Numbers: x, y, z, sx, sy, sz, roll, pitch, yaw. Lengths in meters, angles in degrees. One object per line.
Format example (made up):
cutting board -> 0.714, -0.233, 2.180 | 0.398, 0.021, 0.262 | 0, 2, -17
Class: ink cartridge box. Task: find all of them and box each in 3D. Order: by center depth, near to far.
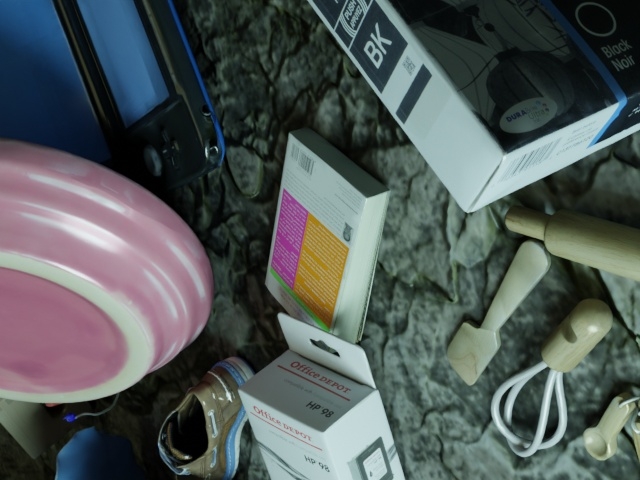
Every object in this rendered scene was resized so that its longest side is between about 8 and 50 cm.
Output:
ink cartridge box -> 0.055, -0.184, 0.763 | 0.332, 0.165, 0.065 | 54, 150, 17
ink cartridge box -> 0.002, 0.153, 1.053 | 0.104, 0.060, 0.180 | 20, 137, 46

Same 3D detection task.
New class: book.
book -> 0.000, 0.000, 1.039 | 0.096, 0.035, 0.144 | 42, 136, 35

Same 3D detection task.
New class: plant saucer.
plant saucer -> -0.258, 0.044, 1.160 | 0.332, 0.332, 0.084 | 131, 152, -50

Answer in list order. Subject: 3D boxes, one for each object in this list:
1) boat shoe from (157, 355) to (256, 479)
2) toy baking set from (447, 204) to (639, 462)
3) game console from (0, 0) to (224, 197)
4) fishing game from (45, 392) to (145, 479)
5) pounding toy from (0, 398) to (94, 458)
boat shoe -> -0.112, 0.175, 1.234 | 0.066, 0.066, 0.183 | 46, 138, 28
toy baking set -> 0.167, 0.073, 0.867 | 0.256, 0.030, 0.196 | 24, 125, 43
game console -> -0.235, -0.154, 1.129 | 0.250, 0.173, 0.293 | -18, 94, 65
fishing game -> -0.221, 0.269, 1.328 | 0.041, 0.189, 0.264 | -4, 92, 22
pounding toy -> -0.334, 0.123, 1.462 | 0.206, 0.094, 0.181 | 43, 165, 30
